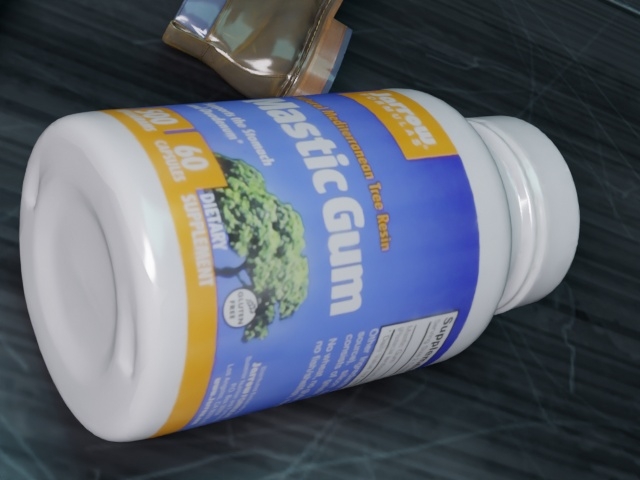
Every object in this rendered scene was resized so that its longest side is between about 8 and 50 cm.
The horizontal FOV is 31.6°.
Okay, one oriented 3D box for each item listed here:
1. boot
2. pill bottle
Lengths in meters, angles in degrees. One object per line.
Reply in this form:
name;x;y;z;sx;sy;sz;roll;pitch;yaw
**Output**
boot;-0.028;-0.181;0.751;0.106;0.082;0.219;25;50;-15
pill bottle;0.000;0.000;0.582;0.272;0.152;0.152;-10;62;-34
